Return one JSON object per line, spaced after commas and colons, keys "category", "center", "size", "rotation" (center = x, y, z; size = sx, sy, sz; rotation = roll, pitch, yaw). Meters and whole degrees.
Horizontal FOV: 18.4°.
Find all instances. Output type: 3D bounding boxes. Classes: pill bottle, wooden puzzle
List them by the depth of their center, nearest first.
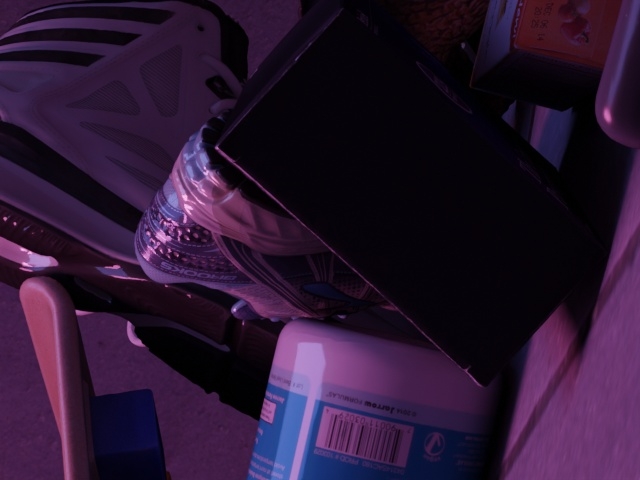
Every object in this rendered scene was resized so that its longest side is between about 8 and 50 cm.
{"category": "pill bottle", "center": [0.018, 0.189, 1.234], "size": [0.146, 0.146, 0.264], "rotation": [-165, 89, -89]}
{"category": "wooden puzzle", "center": [-0.135, 0.239, 1.417], "size": [0.322, 0.081, 0.347], "rotation": [87, 170, -57]}

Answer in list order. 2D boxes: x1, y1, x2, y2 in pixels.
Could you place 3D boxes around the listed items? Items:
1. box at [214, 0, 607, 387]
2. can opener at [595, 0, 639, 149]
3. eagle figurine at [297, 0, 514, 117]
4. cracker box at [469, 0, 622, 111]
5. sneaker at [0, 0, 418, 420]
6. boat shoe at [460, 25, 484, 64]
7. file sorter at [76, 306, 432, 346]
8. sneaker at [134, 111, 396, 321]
{"category": "box", "center": [0.047, -0.044, 1.090], "size": [0.103, 0.184, 0.261], "rotation": [-50, 7, 9]}
{"category": "can opener", "center": [0.165, -0.157, 0.612], "size": [0.095, 0.076, 0.283], "rotation": [-19, -52, -53]}
{"category": "eagle figurine", "center": [0.066, -0.194, 1.447], "size": [0.225, 0.298, 0.226], "rotation": [-38, 26, -20]}
{"category": "cracker box", "center": [0.142, -0.162, 1.110], "size": [0.232, 0.067, 0.155], "rotation": [155, 129, -88]}
{"category": "sneaker", "center": [-0.059, -0.039, 1.426], "size": [0.257, 0.448, 0.169], "rotation": [-61, -5, -25]}
{"category": "boat shoe", "center": [0.114, -0.170, 1.786], "size": [0.116, 0.097, 0.324], "rotation": [61, -165, -14]}
{"category": "file sorter", "center": [-0.045, 0.028, 1.658], "size": [0.173, 0.278, 0.192], "rotation": [-16, 52, 44]}
{"category": "sneaker", "center": [0.000, 0.000, 1.283], "size": [0.122, 0.283, 0.110], "rotation": [-43, 48, 31]}
